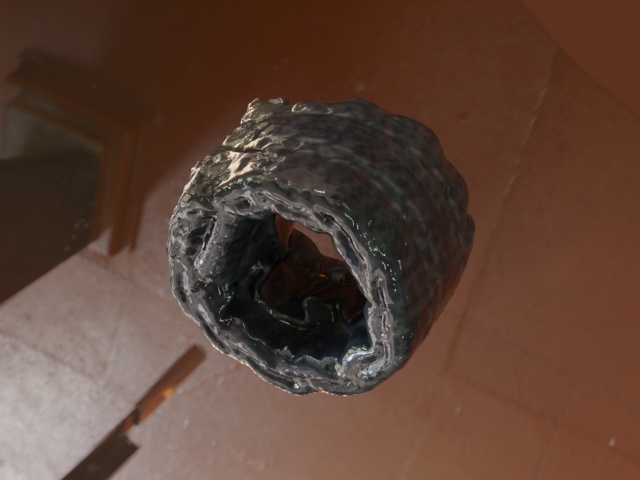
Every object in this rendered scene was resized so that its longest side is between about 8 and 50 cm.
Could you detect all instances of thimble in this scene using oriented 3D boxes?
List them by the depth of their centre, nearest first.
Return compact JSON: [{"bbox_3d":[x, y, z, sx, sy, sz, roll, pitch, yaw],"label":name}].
[{"bbox_3d":[0.000,0.002,0.681,0.150,0.098,0.150,19,135,21],"label":"thimble"}]
